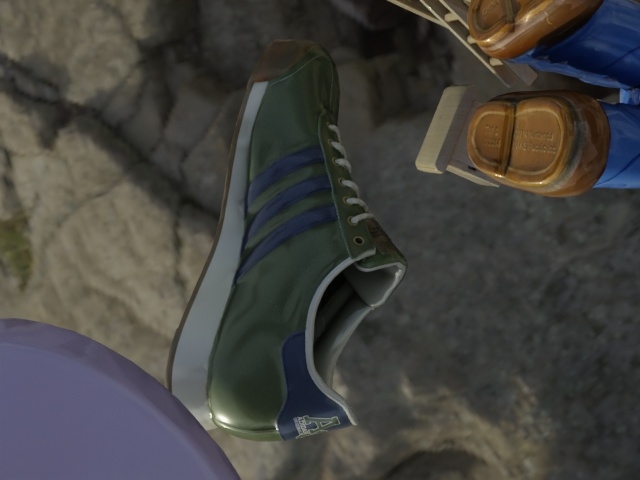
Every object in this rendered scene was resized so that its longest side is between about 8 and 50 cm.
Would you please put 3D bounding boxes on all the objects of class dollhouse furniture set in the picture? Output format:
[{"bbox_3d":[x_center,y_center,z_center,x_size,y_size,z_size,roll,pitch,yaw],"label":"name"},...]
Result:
[{"bbox_3d":[0.067,-0.125,1.002,0.161,0.101,0.182,-68,16,-2],"label":"dollhouse furniture set"}]

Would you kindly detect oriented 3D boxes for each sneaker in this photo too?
[{"bbox_3d":[0.000,0.000,0.671,0.086,0.192,0.064,6,155,20],"label":"sneaker"}]

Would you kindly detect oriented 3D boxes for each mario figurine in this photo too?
[{"bbox_3d":[0.239,-0.078,0.803,0.170,0.321,0.198,44,121,48],"label":"mario figurine"}]

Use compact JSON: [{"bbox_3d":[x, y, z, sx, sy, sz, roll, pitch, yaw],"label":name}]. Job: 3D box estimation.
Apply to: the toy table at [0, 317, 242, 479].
[{"bbox_3d":[-0.089,0.178,0.434,0.252,0.161,0.274,-17,106,2],"label":"toy table"}]
